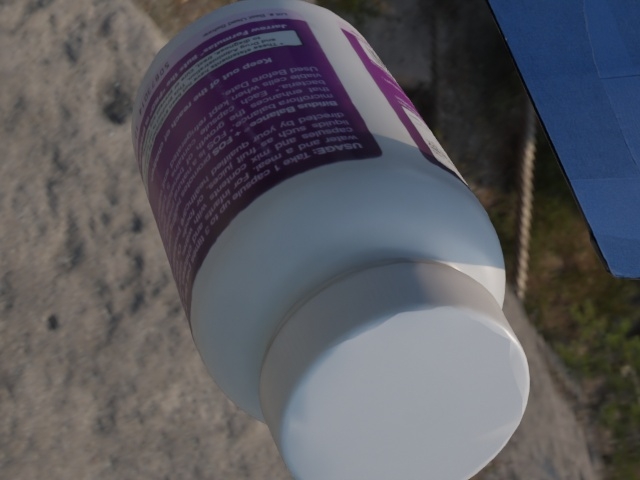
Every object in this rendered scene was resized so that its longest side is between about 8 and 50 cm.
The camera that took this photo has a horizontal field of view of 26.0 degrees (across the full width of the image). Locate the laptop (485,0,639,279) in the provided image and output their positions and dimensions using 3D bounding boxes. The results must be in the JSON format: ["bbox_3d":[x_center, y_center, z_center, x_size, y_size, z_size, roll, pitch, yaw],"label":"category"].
[{"bbox_3d":[0.137,-0.087,0.467,0.408,0.382,0.236,-3,92,-44],"label":"laptop"}]

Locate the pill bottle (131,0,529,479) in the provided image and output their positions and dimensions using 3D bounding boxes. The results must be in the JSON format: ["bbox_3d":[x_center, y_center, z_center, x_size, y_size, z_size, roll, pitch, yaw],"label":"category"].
[{"bbox_3d":[0.000,0.000,0.763,0.169,0.169,0.301,21,24,-29],"label":"pill bottle"}]
